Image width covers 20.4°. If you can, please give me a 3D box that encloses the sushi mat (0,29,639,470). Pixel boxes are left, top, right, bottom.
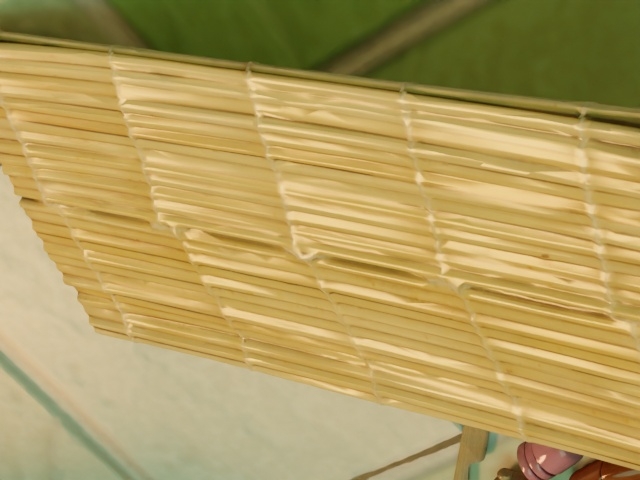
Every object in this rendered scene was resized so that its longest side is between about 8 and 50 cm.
[{"bbox_3d":[0.000,0.000,0.627,0.316,0.019,0.151,11,137,39],"label":"sushi mat"}]

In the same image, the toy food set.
[{"bbox_3d":[0.118,0.110,0.764,0.122,0.019,0.078,10,130,6],"label":"toy food set"}]
